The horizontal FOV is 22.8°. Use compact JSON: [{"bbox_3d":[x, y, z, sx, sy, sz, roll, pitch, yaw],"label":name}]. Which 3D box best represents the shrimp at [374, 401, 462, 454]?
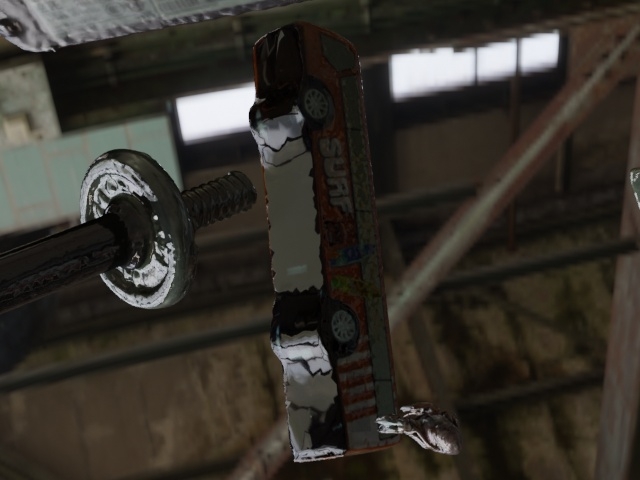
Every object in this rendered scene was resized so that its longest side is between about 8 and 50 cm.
[{"bbox_3d":[0.079,0.137,1.179,0.038,0.029,0.092,-31,-154,-32],"label":"shrimp"}]

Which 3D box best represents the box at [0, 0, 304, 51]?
[{"bbox_3d":[-0.091,-0.230,0.980,0.350,0.211,0.058,-7,-132,24],"label":"box"}]

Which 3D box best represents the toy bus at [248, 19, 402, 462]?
[{"bbox_3d":[0.000,0.000,1.495,0.092,0.093,0.409,2,-102,-40],"label":"toy bus"}]

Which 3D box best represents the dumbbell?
[{"bbox_3d":[-0.128,0.012,0.732,0.254,0.082,0.081,-23,-132,-40],"label":"dumbbell"}]

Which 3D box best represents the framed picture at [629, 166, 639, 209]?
[{"bbox_3d":[0.219,0.020,0.662,0.142,0.183,0.011,-11,-138,20],"label":"framed picture"}]
